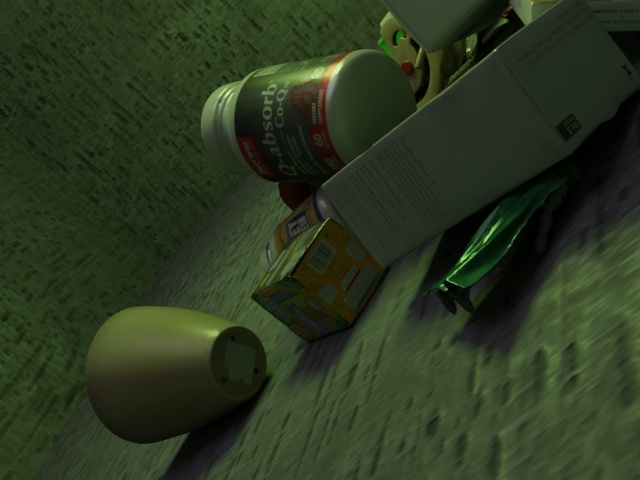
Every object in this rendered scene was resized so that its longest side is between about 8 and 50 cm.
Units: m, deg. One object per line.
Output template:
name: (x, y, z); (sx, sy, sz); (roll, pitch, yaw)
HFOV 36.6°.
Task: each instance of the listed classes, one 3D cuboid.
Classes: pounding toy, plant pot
pounding toy: (0.173, -0.351, 1.859); (0.155, 0.154, 0.269); (-27, -50, -41)
plant pot: (-0.231, 0.226, 1.716); (0.274, 0.256, 0.256); (-14, 34, 43)

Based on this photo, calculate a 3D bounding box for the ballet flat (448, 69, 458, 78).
ballet flat: (0.247, -0.233, 1.780); (0.232, 0.080, 0.073); (-59, -14, -48)

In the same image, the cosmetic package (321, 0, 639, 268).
cosmetic package: (0.201, -0.133, 1.273); (0.217, 0.156, 0.385); (-39, 1, -41)

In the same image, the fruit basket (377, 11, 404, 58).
fruit basket: (0.297, -0.566, 2.310); (0.353, 0.165, 0.327); (-50, 2, -33)

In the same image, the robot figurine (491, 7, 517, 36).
robot figurine: (0.429, -0.436, 1.654); (0.291, 0.085, 0.211); (-42, 10, 34)

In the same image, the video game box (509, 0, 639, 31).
video game box: (0.368, -0.330, 1.341); (0.205, 0.187, 0.048); (-83, -5, -66)

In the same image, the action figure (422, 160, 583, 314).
action figure: (0.225, -0.011, 1.126); (0.232, 0.063, 0.137); (-45, 9, -14)

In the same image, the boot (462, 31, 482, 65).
boot: (0.251, -0.410, 2.044); (0.179, 0.085, 0.236); (-7, 30, 13)

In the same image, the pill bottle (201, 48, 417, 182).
pill bottle: (-0.030, -0.206, 1.687); (0.363, 0.210, 0.210); (0, 46, 45)

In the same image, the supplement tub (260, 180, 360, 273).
supplement tub: (0.000, 0.000, 1.727); (0.200, 0.144, 0.144); (-42, 14, 33)

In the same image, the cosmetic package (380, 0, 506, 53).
cosmetic package: (0.255, -0.571, 1.552); (0.394, 0.327, 0.329); (-43, -3, 33)

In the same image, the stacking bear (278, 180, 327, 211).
stacking bear: (0.088, -0.133, 1.804); (0.289, 0.164, 0.175); (-18, 36, 49)

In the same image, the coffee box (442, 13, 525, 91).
coffee box: (0.314, -0.281, 1.562); (0.246, 0.098, 0.141); (-42, 14, 31)

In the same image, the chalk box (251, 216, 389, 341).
chalk box: (-0.013, 0.073, 1.587); (0.132, 0.132, 0.213); (-56, 12, -26)

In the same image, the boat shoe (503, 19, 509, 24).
boat shoe: (0.417, -0.449, 1.815); (0.184, 0.066, 0.063); (-49, -3, 13)
